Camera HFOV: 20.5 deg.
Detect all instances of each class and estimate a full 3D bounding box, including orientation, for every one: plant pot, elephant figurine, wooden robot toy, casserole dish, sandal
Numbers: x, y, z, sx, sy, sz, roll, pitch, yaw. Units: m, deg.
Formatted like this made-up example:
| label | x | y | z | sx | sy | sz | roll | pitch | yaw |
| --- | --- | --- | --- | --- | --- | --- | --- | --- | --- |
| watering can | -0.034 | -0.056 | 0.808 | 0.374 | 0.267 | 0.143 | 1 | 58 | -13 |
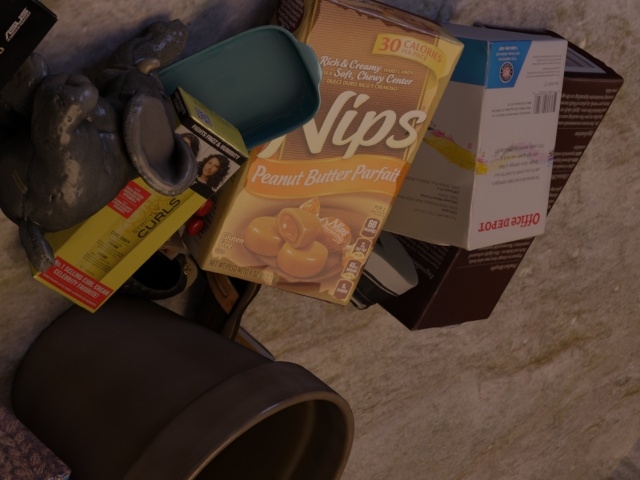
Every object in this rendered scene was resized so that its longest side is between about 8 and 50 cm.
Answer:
| label | x | y | z | sx | sy | sz | roll | pitch | yaw |
| --- | --- | --- | --- | --- | --- | --- | --- | --- | --- |
| plant pot | -0.171 | 0.209 | 1.890 | 0.323 | 0.280 | 0.323 | -35 | 148 | -26 |
| elephant figurine | -0.190 | -0.095 | 1.609 | 0.239 | 0.169 | 0.186 | -2 | 121 | -50 |
| wooden robot toy | -0.161 | -0.050 | 1.822 | 0.079 | 0.076 | 0.173 | -6 | 130 | -39 |
| casserole dish | -0.088 | -0.146 | 1.748 | 0.188 | 0.037 | 0.114 | -23 | 113 | 8 |
| sandal | -0.114 | 0.040 | 2.004 | 0.060 | 0.090 | 0.219 | 0 | 135 | -29 |

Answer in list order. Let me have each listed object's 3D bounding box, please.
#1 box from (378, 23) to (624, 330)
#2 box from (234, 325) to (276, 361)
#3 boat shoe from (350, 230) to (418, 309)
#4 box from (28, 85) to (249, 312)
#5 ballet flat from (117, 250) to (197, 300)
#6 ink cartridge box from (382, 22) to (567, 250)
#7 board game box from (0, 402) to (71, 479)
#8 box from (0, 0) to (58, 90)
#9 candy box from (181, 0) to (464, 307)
| label | x | y | z | sx | sy | sz | roll | pitch | yaw |
| --- | --- | --- | --- | --- | --- | --- | --- | --- | --- |
| box | 0.207 | -0.079 | 2.250 | 0.191 | 0.143 | 0.381 | -4 | 126 | -54 |
| box | -0.143 | 0.203 | 2.111 | 0.203 | 0.103 | 0.114 | -44 | 151 | -11 |
| boat shoe | -0.001 | -0.003 | 2.068 | 0.105 | 0.113 | 0.306 | -31 | 147 | 16 |
| box | -0.181 | -0.038 | 1.732 | 0.232 | 0.058 | 0.087 | -43 | 127 | 16 |
| ballet flat | -0.185 | 0.032 | 1.887 | 0.049 | 0.057 | 0.173 | -17 | 168 | 32 |
| ink cartridge box | 0.156 | -0.122 | 2.007 | 0.171 | 0.168 | 0.233 | -9 | 108 | -52 |
| board game box | -0.409 | 0.328 | 1.776 | 0.232 | 0.141 | 0.291 | -30 | 153 | -46 |
| box | -0.314 | -0.170 | 1.327 | 0.147 | 0.180 | 0.077 | -50 | 154 | 2 |
| candy box | -0.001 | -0.102 | 1.860 | 0.183 | 0.087 | 0.316 | 15 | 109 | -28 |
